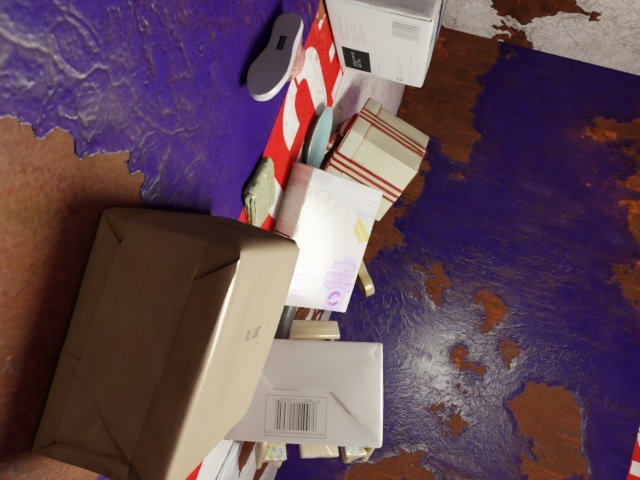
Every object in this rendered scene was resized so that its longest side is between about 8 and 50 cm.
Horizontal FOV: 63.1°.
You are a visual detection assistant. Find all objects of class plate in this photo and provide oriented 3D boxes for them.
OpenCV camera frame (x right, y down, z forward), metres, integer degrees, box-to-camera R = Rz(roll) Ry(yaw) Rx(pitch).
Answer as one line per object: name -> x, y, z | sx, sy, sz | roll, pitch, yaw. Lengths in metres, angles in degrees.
plate -> -0.010, -0.256, 1.353 | 0.188, 0.024, 0.188 | 18, 90, -81

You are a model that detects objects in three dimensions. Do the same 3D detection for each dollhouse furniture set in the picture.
dollhouse furniture set -> -0.023, 0.491, 1.686 | 0.394, 0.361, 0.257 | -102, -158, -45

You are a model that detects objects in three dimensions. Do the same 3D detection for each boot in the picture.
boot -> -0.111, 0.230, 1.585 | 0.209, 0.076, 0.189 | -65, 168, -1

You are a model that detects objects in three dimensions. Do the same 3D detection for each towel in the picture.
towel -> -0.118, -0.088, 1.039 | 0.148, 0.027, 0.110 | 93, 17, -58

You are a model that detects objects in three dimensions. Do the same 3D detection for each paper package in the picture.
paper package -> -0.172, 0.124, 0.704 | 0.325, 0.168, 0.310 | 0, 108, -81

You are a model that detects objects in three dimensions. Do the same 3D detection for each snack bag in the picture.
snack bag -> -0.318, 0.829, 1.582 | 0.323, 0.037, 0.343 | 98, 14, -45

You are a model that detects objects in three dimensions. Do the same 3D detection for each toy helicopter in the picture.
toy helicopter -> 0.101, 0.025, 1.809 | 0.235, 0.140, 0.355 | 154, -84, -79

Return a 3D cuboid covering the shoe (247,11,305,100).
shoe -> -0.066, -0.283, 0.860 | 0.081, 0.063, 0.178 | 76, 28, -63

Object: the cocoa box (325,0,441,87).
cocoa box -> 0.164, -0.542, 1.183 | 0.347, 0.231, 0.228 | 35, 73, -81

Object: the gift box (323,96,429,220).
gift box -> 0.134, -0.232, 1.563 | 0.276, 0.258, 0.255 | -54, -175, 37

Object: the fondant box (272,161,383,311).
fondant box -> 0.000, 0.000, 1.296 | 0.238, 0.096, 0.331 | 13, 98, -39

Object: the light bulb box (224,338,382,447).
light bulb box -> -0.024, 0.364, 1.298 | 0.361, 0.357, 0.226 | 67, 25, -75
